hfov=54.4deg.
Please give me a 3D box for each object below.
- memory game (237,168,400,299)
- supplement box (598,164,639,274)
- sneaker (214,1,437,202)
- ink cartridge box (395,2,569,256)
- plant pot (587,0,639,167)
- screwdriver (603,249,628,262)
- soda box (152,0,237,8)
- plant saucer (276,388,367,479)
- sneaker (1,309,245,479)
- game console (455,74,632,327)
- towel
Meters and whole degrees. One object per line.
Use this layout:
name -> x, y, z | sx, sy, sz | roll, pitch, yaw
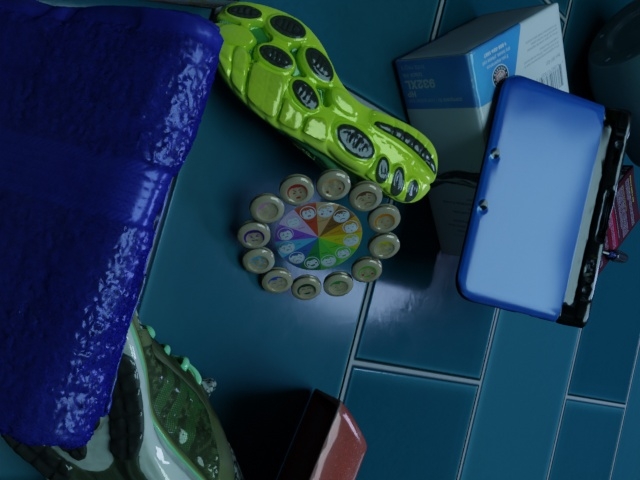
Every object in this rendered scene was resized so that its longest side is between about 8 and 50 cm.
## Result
memory game -> 0.000, 0.000, 0.692 | 0.186, 0.012, 0.186 | -4, 129, -4
supplement box -> 0.535, -0.034, 1.211 | 0.239, 0.073, 0.130 | -40, 122, -30
sneaker -> -0.006, -0.134, 0.689 | 0.296, 0.123, 0.109 | 38, 75, -19
ink cartridge box -> 0.256, -0.153, 0.904 | 0.223, 0.129, 0.307 | -35, 119, -33
plant pot -> 0.635, -0.310, 1.129 | 0.235, 0.293, 0.293 | 38, 70, -23
screwdriver -> 0.527, 0.025, 1.151 | 0.170, 0.024, 0.025 | 6, 66, -42
soda box -> -0.159, -0.252, 0.560 | 0.183, 0.063, 0.058 | -11, 104, -40
plant saucer -> -0.024, 0.291, 0.653 | 0.048, 0.259, 0.258 | 24, 78, -2
sneaker -> -0.172, 0.157, 0.592 | 0.182, 0.158, 0.410 | -59, 131, -72
game console -> 0.304, -0.041, 0.861 | 0.250, 0.174, 0.292 | 23, 81, -74
towel -> -0.207, -0.028, 0.462 | 0.076, 0.228, 0.308 | 34, 72, -68
